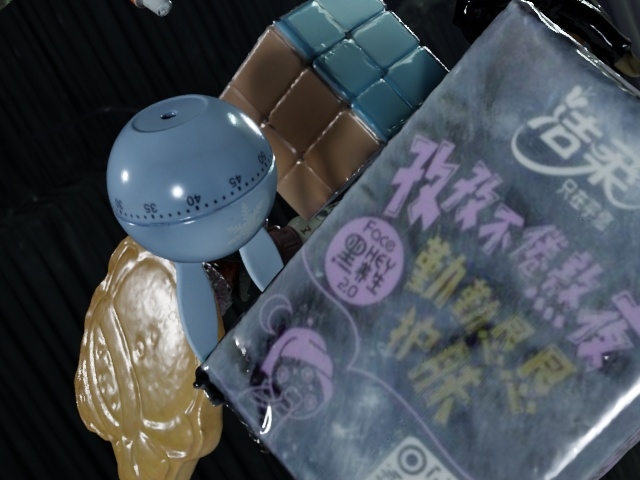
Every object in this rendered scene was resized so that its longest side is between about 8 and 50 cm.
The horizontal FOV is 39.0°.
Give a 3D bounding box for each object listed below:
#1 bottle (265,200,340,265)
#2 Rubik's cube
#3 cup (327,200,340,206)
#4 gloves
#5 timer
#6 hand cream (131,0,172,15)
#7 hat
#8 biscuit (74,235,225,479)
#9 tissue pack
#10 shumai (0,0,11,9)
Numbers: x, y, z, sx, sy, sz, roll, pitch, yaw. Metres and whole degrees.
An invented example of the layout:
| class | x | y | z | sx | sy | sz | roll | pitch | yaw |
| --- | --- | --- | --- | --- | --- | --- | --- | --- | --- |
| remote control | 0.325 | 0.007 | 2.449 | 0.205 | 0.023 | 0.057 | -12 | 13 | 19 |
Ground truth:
| class | x | y | z | sx | sy | sz | roll | pitch | yaw |
| --- | --- | --- | --- | --- | --- | --- | --- | --- | --- |
| bottle | 0.000 | 0.000 | 1.563 | 0.233 | 0.110 | 0.110 | -20 | 11 | -20 |
| Rubik's cube | 0.017 | -0.205 | 1.307 | 0.231 | 0.224 | 0.221 | -43 | -1 | -44 |
| cup | 0.107 | 0.057 | 1.941 | 0.208 | 0.273 | 0.288 | -26 | -16 | 21 |
| gloves | 0.331 | -0.307 | 1.312 | 0.197 | 0.301 | 0.152 | -38 | -21 | -33 |
| timer | -0.121 | -0.025 | 0.882 | 0.175 | 0.255 | 0.175 | 1 | 49 | -2 |
| hand cream | -0.264 | -0.342 | 1.106 | 0.038 | 0.216 | 0.052 | -53 | -18 | 8 |
| hat | -0.160 | 0.043 | 1.584 | 0.227 | 0.140 | 0.129 | -47 | 10 | -28 |
| biscuit | -0.234 | 0.174 | 1.199 | 0.057 | 0.312 | 0.351 | 1 | -43 | -41 |
| tissue pack | 0.114 | 0.052 | 0.621 | 0.361 | 0.259 | 0.122 | -50 | -22 | 12 |
| shumai | -0.560 | -0.494 | 1.384 | 0.395 | 0.395 | 0.348 | -45 | -18 | -51 |
